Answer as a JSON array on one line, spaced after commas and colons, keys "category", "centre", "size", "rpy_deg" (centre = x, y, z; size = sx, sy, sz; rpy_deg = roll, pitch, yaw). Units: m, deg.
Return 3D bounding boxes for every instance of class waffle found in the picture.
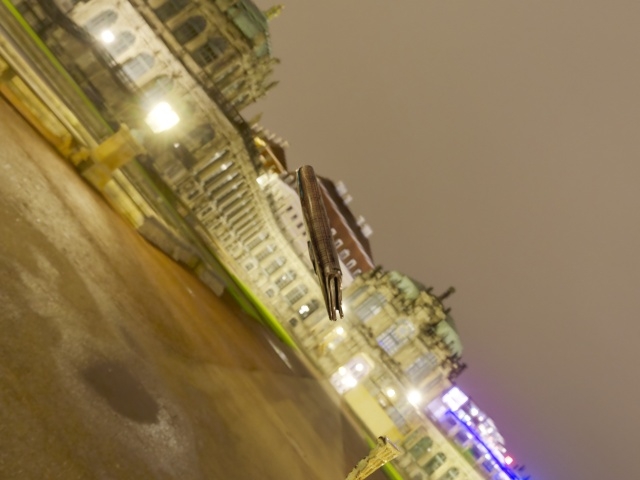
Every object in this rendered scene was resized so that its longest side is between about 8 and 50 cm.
[{"category": "waffle", "centre": [0.081, 0.437, 1.168], "size": [0.023, 0.153, 0.097], "rpy_deg": [57, 4, 40]}]

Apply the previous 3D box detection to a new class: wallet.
[{"category": "wallet", "centre": [0.000, 0.000, 0.930], "size": [0.124, 0.042, 0.230], "rpy_deg": [82, -7, -48]}]
